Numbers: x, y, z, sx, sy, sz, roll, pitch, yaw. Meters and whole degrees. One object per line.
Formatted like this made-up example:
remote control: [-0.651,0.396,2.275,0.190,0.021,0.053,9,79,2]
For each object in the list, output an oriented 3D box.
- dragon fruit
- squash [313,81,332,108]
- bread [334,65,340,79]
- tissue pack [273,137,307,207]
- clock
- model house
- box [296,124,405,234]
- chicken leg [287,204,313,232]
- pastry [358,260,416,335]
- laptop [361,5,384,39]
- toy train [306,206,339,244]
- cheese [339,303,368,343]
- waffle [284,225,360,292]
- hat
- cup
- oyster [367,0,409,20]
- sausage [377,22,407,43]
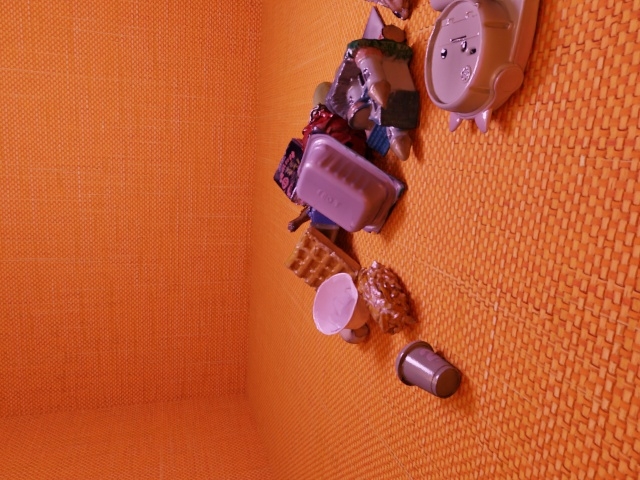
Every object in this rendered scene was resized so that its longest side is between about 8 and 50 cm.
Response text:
dragon fruit: [0.050,-0.310,1.598,0.298,0.244,0.244,69,155,21]
squash: [0.040,-0.440,1.815,0.118,0.118,0.370,126,141,-61]
bread: [0.094,-0.508,1.636,0.156,0.086,0.125,88,177,-56]
tissue pack: [-0.089,-0.314,2.165,0.245,0.123,0.332,-62,29,14]
clock: [0.316,-0.390,1.003,0.265,0.109,0.324,-147,58,-68]
model house: [0.163,-0.357,1.354,0.267,0.194,0.325,120,142,-56]
box: [0.058,-0.151,1.475,0.106,0.337,0.264,-49,-11,-39]
chicken leg: [-0.052,-0.108,2.041,0.080,0.196,0.125,44,139,6]
pastry: [0.187,0.163,1.399,0.250,0.102,0.154,-121,32,-60]
laptop: [0.158,-0.621,1.627,0.269,0.015,0.187,113,152,-49]
toy train: [0.000,0.000,1.885,0.202,0.131,0.299,-91,10,-52]
cheese: [0.094,0.290,1.727,0.249,0.071,0.163,145,124,-67]
waffle: [0.006,0.092,1.766,0.055,0.248,0.221,-45,-7,-47]
hat: [0.082,0.219,1.561,0.203,0.126,0.203,-22,55,37]
cup: [0.261,0.320,1.170,0.141,0.120,0.120,28,116,60]
oyster: [0.165,-0.776,1.397,0.198,0.133,0.337,62,-172,-58]
sausage: [0.177,-0.540,1.486,0.264,0.083,0.083,125,141,-62]
